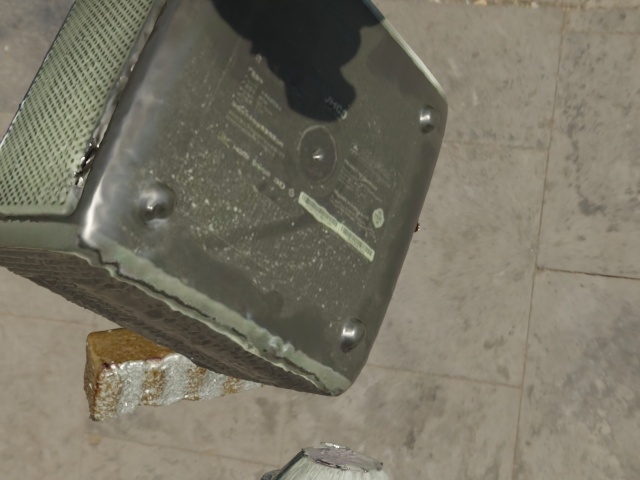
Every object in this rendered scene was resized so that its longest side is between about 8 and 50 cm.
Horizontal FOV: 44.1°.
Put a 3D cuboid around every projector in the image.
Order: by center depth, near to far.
[{"bbox_3d":[-0.084,-0.084,0.828,0.242,0.395,0.405,3,64,42],"label":"projector"}]

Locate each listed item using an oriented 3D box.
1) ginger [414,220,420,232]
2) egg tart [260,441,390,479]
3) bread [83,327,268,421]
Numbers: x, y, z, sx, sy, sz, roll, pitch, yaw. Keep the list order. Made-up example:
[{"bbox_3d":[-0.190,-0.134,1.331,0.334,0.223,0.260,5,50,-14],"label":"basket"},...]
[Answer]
[{"bbox_3d":[0.000,0.000,1.200,0.418,0.176,0.254,-58,39,18],"label":"ginger"},{"bbox_3d":[0.026,0.362,1.171,0.234,0.234,0.094,9,87,15],"label":"egg tart"},{"bbox_3d":[-0.222,0.222,1.471,0.165,0.416,0.113,107,146,-43],"label":"bread"}]
